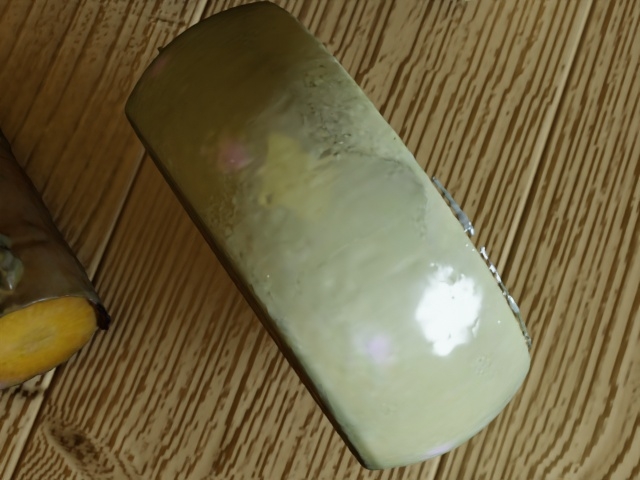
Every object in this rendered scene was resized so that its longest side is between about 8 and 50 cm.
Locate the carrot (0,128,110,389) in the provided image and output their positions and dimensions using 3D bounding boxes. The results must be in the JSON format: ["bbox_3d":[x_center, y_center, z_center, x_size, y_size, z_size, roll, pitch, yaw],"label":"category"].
[{"bbox_3d":[-0.222,-0.030,0.858,0.102,0.102,0.263,-31,59,3],"label":"carrot"}]

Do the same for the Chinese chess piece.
[{"bbox_3d":[0.000,0.000,0.684,0.097,0.251,0.251,-35,65,-5],"label":"Chinese chess piece"}]
